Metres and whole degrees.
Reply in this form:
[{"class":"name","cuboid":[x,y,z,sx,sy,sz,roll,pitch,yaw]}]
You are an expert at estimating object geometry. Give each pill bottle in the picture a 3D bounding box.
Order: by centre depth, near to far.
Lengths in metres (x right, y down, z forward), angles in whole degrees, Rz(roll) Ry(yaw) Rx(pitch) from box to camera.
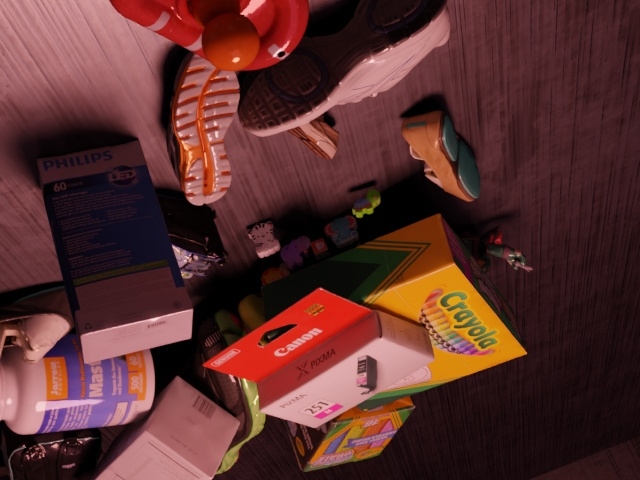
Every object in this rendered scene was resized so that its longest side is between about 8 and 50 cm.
[{"class":"pill bottle","cuboid":[-0.409,0.220,1.715,0.272,0.152,0.152,-1,145,-34]}]

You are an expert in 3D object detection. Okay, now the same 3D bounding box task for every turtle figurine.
[{"class":"turtle figurine","cuboid":[0.248,0.043,1.898,0.175,0.118,0.234,-45,144,23]}]

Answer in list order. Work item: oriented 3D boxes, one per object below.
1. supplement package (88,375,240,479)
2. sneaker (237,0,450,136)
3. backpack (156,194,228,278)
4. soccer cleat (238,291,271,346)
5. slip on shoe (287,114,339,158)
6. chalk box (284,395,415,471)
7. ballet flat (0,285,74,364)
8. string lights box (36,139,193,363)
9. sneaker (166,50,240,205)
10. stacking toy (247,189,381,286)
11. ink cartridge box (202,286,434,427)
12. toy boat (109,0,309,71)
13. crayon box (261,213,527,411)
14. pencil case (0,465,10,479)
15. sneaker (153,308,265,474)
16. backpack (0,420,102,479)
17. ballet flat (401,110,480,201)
[{"class":"supplement package","cuboid":[-0.269,0.363,1.840,0.139,0.134,0.244,39,129,-9]},{"class":"sneaker","cuboid":[0.036,-0.206,1.351,0.297,0.111,0.129,-28,156,13]},{"class":"backpack","cuboid":[-0.202,-0.003,1.529,0.114,0.105,0.084,19,131,-43]},{"class":"soccer cleat","cuboid":[-0.069,0.170,1.920,0.121,0.093,0.289,-33,150,15]},{"class":"slip on shoe","cuboid":[-0.015,-0.155,1.468,0.135,0.051,0.041,37,77,-48]},{"class":"chalk box","cuboid":[0.036,0.331,2.180,0.179,0.180,0.289,-8,149,-23]},{"class":"ballet flat","cuboid":[-0.455,0.138,1.603,0.281,0.096,0.095,-11,148,-20]},{"class":"string lights box","cuboid":[-0.254,0.008,1.350,0.133,0.259,0.076,-12,149,-16]},{"class":"sneaker","cuboid":[-0.155,-0.147,1.351,0.084,0.083,0.214,-12,132,-26]},{"class":"stacking toy","cuboid":[0.000,0.000,1.733,0.221,0.052,0.167,-22,153,-3]},{"class":"ink cartridge box","cuboid":[-0.004,0.188,1.702,0.239,0.060,0.275,23,134,-40]},{"class":"toy boat","cuboid":[-0.105,-0.238,1.148,0.151,0.151,0.231,-36,148,25]},{"class":"crayon box","cuboid":[0.128,0.133,1.802,0.313,0.106,0.363,-22,145,18]},{"class":"pencil case","cuboid":[-0.502,0.533,1.930,0.160,0.410,0.183,37,79,-43]},{"class":"sneaker","cuboid":[-0.223,0.297,1.946,0.202,0.185,0.482,-6,144,-23]},{"class":"backpack","cuboid":[-0.467,0.358,1.913,0.166,0.144,0.188,-10,135,-20]},{"class":"ballet flat","cuboid":[0.178,-0.126,1.633,0.073,0.080,0.232,-1,155,22]}]
